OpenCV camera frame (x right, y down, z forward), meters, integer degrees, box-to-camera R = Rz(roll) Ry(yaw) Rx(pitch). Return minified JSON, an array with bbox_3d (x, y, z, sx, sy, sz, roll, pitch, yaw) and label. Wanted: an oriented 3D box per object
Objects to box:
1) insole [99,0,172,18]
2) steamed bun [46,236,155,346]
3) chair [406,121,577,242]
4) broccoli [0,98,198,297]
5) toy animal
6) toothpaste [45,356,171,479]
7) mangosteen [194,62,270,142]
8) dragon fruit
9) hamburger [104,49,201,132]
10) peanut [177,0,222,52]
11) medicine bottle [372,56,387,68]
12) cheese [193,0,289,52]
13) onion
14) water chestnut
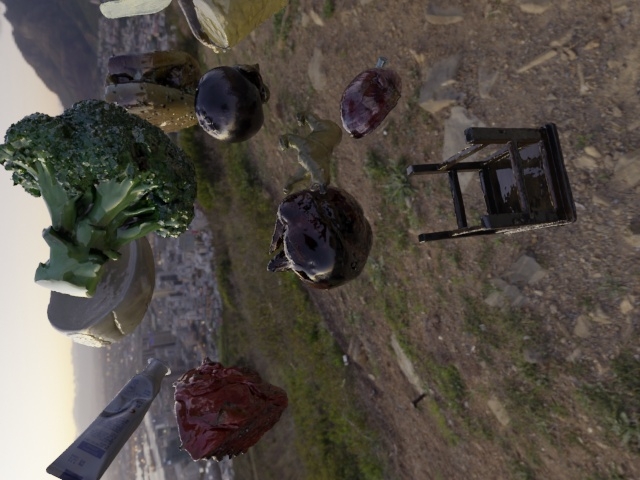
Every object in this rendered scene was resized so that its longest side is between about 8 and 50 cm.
[{"bbox_3d":[-0.367,-0.472,0.845,0.053,0.153,0.002,70,-166,-64],"label":"insole"},{"bbox_3d":[-0.590,0.097,1.209,0.247,0.237,0.382,107,163,-66],"label":"steamed bun"},{"bbox_3d":[0.437,-0.115,0.909,0.241,0.417,0.202,148,114,-70],"label":"chair"},{"bbox_3d":[-0.308,-0.059,0.585,0.270,0.270,0.269,-20,53,59],"label":"broccoli"},{"bbox_3d":[-0.012,-0.165,0.794,0.218,0.101,0.103,-68,-28,-48],"label":"toy animal"},{"bbox_3d":[-0.397,0.349,0.836,0.266,0.096,0.061,-60,-16,-51],"label":"toothpaste"},{"bbox_3d":[-0.214,-0.361,1.085,0.194,0.230,0.194,30,154,16],"label":"mangosteen"},{"bbox_3d":[-0.300,0.454,1.278,0.228,0.286,0.329,-46,60,5],"label":"dragon fruit"},{"bbox_3d":[-0.494,-0.451,1.297,0.318,0.277,0.195,-177,81,-85],"label":"hamburger"},{"bbox_3d":[-0.368,-0.717,1.345,0.236,0.120,0.110,62,162,-18],"label":"peanut"},{"bbox_3d":[0.254,-0.757,1.993,0.208,0.054,0.090,116,152,-45],"label":"medicine bottle"},{"bbox_3d":[-0.139,-0.437,0.773,0.094,0.167,0.123,45,168,12],"label":"cheese"},{"bbox_3d":[0.103,-0.342,1.019,0.151,0.098,0.205,-9,46,47],"label":"onion"},{"bbox_3d":[0.000,0.000,1.106,0.245,0.289,0.288,9,101,29],"label":"water chestnut"}]
